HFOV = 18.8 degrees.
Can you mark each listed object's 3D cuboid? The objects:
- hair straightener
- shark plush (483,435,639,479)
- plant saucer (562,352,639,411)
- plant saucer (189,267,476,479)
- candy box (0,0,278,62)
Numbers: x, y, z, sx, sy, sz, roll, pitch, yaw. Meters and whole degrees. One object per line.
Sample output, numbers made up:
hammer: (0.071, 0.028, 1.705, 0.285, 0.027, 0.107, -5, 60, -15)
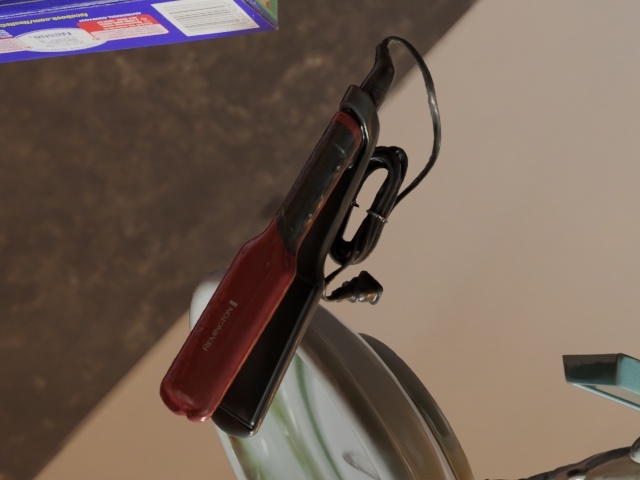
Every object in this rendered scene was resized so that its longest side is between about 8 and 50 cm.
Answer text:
hair straightener: (0.000, 0.000, 1.024, 0.047, 0.230, 0.089, 22, 174, 40)
shark plush: (0.186, 0.159, 1.244, 0.073, 0.161, 0.067, 61, -153, -10)
plant saucer: (0.168, 0.078, 1.005, 0.067, 0.018, 0.192, 22, 177, 0)
plant saucer: (0.034, 0.187, 1.542, 0.400, 0.101, 0.400, 51, 158, 30)
candy box: (-0.177, -0.313, 1.506, 0.122, 0.268, 0.317, 34, -127, -70)
